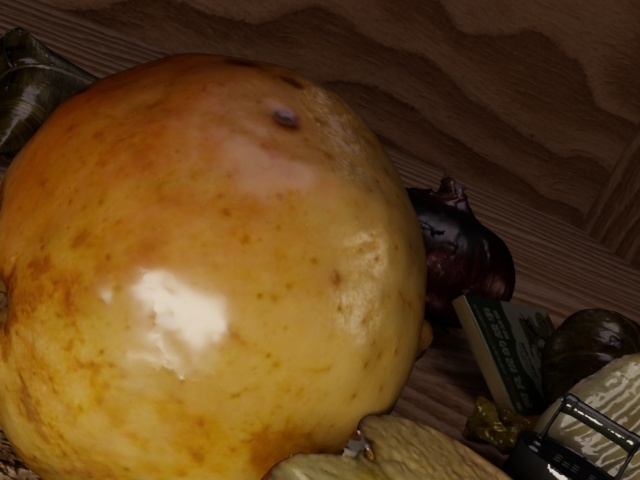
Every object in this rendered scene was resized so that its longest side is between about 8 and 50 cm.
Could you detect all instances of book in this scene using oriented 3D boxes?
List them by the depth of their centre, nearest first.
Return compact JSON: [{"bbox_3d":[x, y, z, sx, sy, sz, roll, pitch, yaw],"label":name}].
[{"bbox_3d":[0.308,0.182,1.875,0.264,0.027,0.202,12,51,-52],"label":"book"}]

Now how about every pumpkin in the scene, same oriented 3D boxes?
[{"bbox_3d":[0.389,0.203,1.795,0.162,0.219,0.219,-8,-12,36],"label":"pumpkin"}]

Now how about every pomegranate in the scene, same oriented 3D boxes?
[{"bbox_3d":[-0.071,0.049,1.017,0.410,0.410,0.410,26,12,-6],"label":"pomegranate"}]

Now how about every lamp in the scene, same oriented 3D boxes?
[{"bbox_3d":[0.166,0.251,1.030,0.147,0.227,0.172,32,13,17],"label":"lamp"}]

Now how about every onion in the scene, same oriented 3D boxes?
[{"bbox_3d":[0.178,0.014,2.012,0.314,0.232,0.314,28,11,-6],"label":"onion"}]

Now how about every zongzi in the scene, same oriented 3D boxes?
[{"bbox_3d":[-0.369,-0.157,1.845,0.286,0.134,0.288,27,25,-25],"label":"zongzi"}]

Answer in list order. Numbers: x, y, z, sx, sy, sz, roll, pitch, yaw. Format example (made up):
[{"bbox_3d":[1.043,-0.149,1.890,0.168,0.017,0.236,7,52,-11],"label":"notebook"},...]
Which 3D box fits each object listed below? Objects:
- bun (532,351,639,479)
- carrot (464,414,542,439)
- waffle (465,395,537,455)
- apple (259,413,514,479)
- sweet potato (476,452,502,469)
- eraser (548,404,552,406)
[{"bbox_3d":[0.374,0.273,1.191,0.365,0.219,0.365,0,40,0],"label":"bun"},{"bbox_3d":[0.256,0.250,1.663,0.191,0.047,0.047,13,19,-44],"label":"carrot"},{"bbox_3d":[0.302,0.304,1.491,0.259,0.069,0.293,30,12,-10],"label":"waffle"},{"bbox_3d":[0.044,0.263,0.839,0.293,0.163,0.251,2,38,-52],"label":"apple"},{"bbox_3d":[0.170,0.283,1.268,0.108,0.079,0.346,37,12,-17],"label":"sweet potato"},{"bbox_3d":[0.339,0.276,1.436,0.157,0.038,0.230,29,11,-8],"label":"eraser"}]
